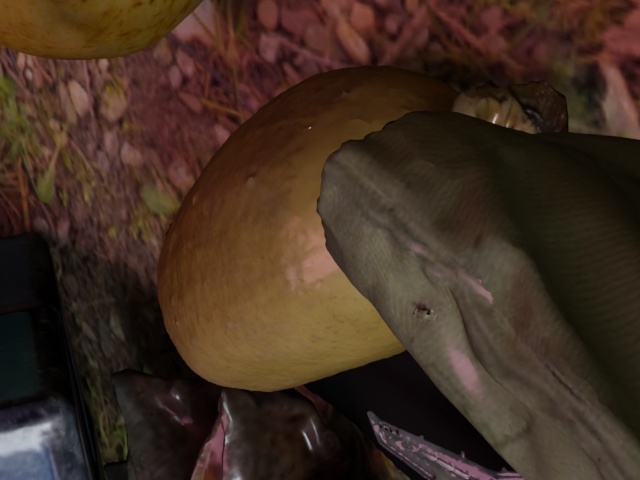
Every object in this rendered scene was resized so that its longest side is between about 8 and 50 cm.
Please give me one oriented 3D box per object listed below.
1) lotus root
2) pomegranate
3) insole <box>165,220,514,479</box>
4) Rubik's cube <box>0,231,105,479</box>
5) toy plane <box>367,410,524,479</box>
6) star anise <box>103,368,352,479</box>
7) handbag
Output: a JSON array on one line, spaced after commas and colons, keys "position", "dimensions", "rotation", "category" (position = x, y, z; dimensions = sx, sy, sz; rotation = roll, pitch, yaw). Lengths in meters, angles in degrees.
[{"position": [-0.002, -0.003, 0.728], "dimensions": [0.303, 0.130, 0.146], "rotation": [-31, 52, 54], "category": "lotus root"}, {"position": [-0.141, -0.193, 0.764], "dimensions": [0.196, 0.196, 0.196], "rotation": [27, 130, 37], "category": "pomegranate"}, {"position": [0.021, 0.075, 0.859], "dimensions": [0.348, 0.009, 0.119], "rotation": [28, 129, 36], "category": "insole"}, {"position": [-0.300, 0.207, 0.980], "dimensions": [0.316, 0.318, 0.313], "rotation": [-124, 24, -65], "category": "Rubik's cube"}, {"position": [0.121, 0.127, 0.726], "dimensions": [0.226, 0.058, 0.226], "rotation": [-6, 105, 38], "category": "toy plane"}, {"position": [-0.025, 0.210, 0.905], "dimensions": [0.331, 0.117, 0.332], "rotation": [32, 140, 31], "category": "star anise"}, {"position": [0.170, 0.047, 0.443], "dimensions": [0.253, 0.315, 0.109], "rotation": [46, 121, 32], "category": "handbag"}]
